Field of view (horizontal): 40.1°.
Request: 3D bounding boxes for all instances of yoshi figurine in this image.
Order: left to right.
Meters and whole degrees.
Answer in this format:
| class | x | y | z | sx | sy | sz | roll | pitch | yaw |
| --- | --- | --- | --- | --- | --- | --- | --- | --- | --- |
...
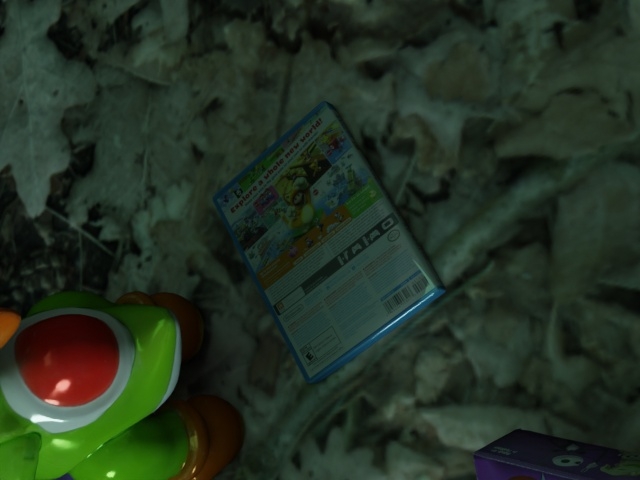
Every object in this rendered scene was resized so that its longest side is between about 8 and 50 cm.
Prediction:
| class | x | y | z | sx | sy | sz | roll | pitch | yaw |
| --- | --- | --- | --- | --- | --- | --- | --- | --- | --- |
| yoshi figurine | -0.221 | 0.118 | 0.533 | 0.204 | 0.362 | 0.203 | 12 | 89 | 31 |

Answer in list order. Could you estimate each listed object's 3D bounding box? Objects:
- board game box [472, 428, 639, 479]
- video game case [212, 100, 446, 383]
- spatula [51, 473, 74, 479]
| class | x | y | z | sx | sy | sz | roll | pitch | yaw |
| --- | --- | --- | --- | --- | --- | --- | --- | --- | --- |
| board game box | 0.216 | 0.205 | 0.344 | 0.347 | 0.056 | 0.208 | -1 | 97 | 52 |
| video game case | 0.000 | 0.000 | 0.624 | 0.119 | 0.015 | 0.166 | -39 | 66 | 21 |
| spatula | -0.328 | 0.237 | 0.771 | 0.296 | 0.030 | 0.084 | -23 | 74 | 25 |
